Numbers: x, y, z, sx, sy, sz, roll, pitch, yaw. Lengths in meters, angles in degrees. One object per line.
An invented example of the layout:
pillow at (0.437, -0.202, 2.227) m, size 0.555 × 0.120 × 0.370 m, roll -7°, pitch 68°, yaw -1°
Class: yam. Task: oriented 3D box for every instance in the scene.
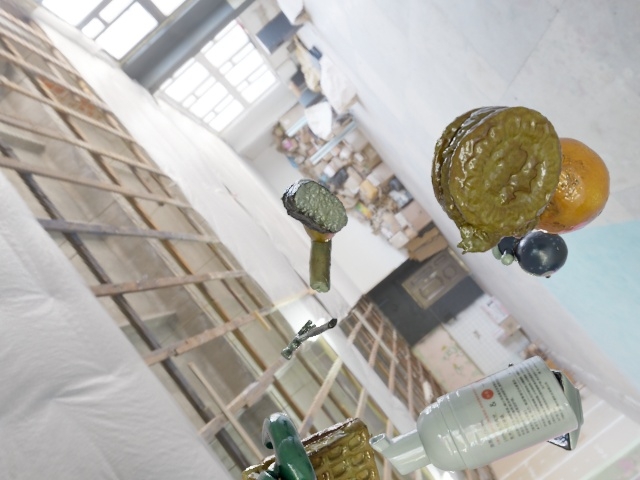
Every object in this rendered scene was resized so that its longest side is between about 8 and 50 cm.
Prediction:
yam at (0.000, 0.000, 1.478) m, size 0.071 × 0.067 × 0.317 m, roll 89°, pitch -178°, yaw -58°

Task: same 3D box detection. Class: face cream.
face cream at (0.282, 0.362, 0.996) m, size 0.145 × 0.369 × 0.145 m, roll 61°, pitch -171°, yaw -17°

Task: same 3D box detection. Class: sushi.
sushi at (-0.011, -0.072, 1.130) m, size 0.150 × 0.091 × 0.078 m, roll 30°, pitch 163°, yaw -28°

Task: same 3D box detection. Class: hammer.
hammer at (-0.014, 0.199, 1.131) m, size 0.029 × 0.103 × 0.246 m, roll 42°, pitch 149°, yaw -3°

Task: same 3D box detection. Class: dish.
dish at (0.577, 0.406, 1.299) m, size 0.243 × 0.080 × 0.182 m, roll 136°, pitch 130°, yaw -78°

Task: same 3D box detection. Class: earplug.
earplug at (-0.089, 0.505, 1.055) m, size 0.257 × 0.280 × 0.164 m, roll 6°, pitch 144°, yaw 35°

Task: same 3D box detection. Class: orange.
orange at (0.599, -0.138, 1.309) m, size 0.246 × 0.246 × 0.246 m, roll 49°, pitch -175°, yaw -5°

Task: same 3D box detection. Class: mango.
mango at (-0.015, -0.083, 1.362) m, size 0.227 × 0.099 × 0.136 m, roll 59°, pitch -155°, yaw -52°

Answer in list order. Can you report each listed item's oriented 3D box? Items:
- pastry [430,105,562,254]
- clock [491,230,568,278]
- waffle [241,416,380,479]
pastry at (0.310, -0.121, 0.914) m, size 0.132 × 0.240 × 0.235 m, roll -136°, pitch 30°, yaw -64°
clock at (0.676, 0.030, 1.675) m, size 0.243 × 0.199 × 0.147 m, roll 32°, pitch 141°, yaw 58°
waffle at (-0.011, 0.590, 1.244) m, size 0.098 × 0.327 × 0.224 m, roll -1°, pitch 105°, yaw 61°
